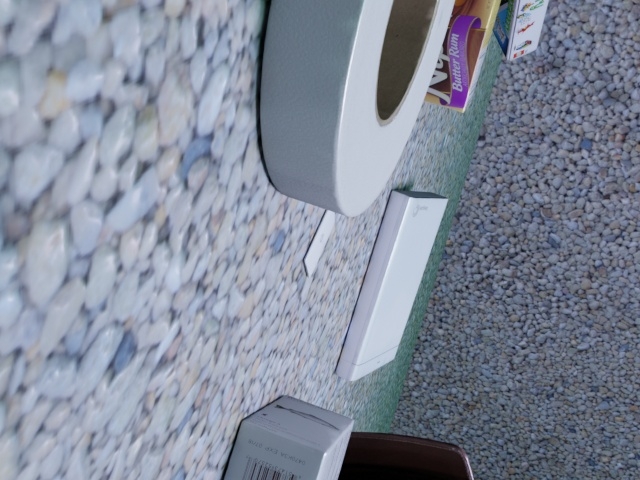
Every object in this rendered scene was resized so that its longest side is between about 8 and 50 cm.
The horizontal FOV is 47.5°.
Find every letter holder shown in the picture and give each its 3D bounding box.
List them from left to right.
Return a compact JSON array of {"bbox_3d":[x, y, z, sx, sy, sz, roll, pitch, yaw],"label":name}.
[{"bbox_3d":[0.058,0.392,0.999,0.152,0.302,0.214,-30,108,-52],"label":"letter holder"}]

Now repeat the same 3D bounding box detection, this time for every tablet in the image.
[{"bbox_3d":[0.000,0.000,0.874,0.054,0.006,0.083,80,32,-64],"label":"tablet"}]

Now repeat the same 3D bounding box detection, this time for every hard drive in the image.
[{"bbox_3d":[0.141,0.079,1.393,0.233,0.047,0.353,-6,115,-64],"label":"hard drive"}]

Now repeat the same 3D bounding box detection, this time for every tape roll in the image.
[{"bbox_3d":[0.058,-0.213,0.667,0.392,0.072,0.392,19,90,-77],"label":"tape roll"}]

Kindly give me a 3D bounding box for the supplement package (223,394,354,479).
[{"bbox_3d":[-0.036,0.266,0.884,0.179,0.105,0.105,11,96,-77],"label":"supplement package"}]

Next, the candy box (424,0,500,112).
[{"bbox_3d":[0.159,-0.268,0.921,0.053,0.109,0.186,-47,153,-57],"label":"candy box"}]

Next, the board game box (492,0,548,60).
[{"bbox_3d":[0.252,-0.396,1.004,0.305,0.053,0.193,39,28,-77],"label":"board game box"}]
